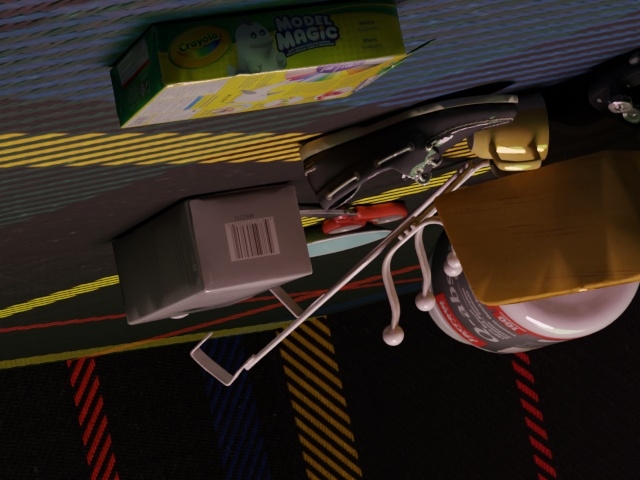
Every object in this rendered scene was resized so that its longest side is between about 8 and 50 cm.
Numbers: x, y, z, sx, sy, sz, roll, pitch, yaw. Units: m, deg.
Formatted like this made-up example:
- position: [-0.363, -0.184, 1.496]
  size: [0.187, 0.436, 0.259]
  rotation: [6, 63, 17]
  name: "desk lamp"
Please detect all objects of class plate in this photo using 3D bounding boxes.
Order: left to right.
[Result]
- position: [0.000, 0.000, 2.402]
  size: [0.188, 0.024, 0.188]
  rotation: [-12, 175, -1]
  name: "plate"

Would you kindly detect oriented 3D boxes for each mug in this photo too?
- position: [0.162, -0.096, 1.614]
  size: [0.064, 0.062, 0.078]
  rotation: [-3, -170, -7]
  name: "mug"

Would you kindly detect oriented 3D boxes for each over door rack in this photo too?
- position: [0.053, 0.046, 1.965]
  size: [0.324, 0.108, 0.239]
  rotation: [-30, -175, 26]
  name: "over door rack"

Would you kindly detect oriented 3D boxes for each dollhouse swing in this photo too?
- position: [0.340, 0.082, 1.709]
  size: [0.347, 0.305, 0.315]
  rotation: [-1, 171, -40]
  name: "dollhouse swing"

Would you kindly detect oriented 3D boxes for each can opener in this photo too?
- position: [0.293, -0.144, 1.515]
  size: [0.059, 0.073, 0.186]
  rotation: [33, 149, -22]
  name: "can opener"

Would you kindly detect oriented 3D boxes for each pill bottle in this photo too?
- position: [0.260, 0.038, 2.408]
  size: [0.210, 0.210, 0.363]
  rotation: [-11, 174, -13]
  name: "pill bottle"

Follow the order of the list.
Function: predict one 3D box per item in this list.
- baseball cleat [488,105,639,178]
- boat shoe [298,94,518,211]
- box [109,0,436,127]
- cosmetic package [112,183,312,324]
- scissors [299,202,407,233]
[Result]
- position: [0.267, -0.097, 1.786]
  size: [0.206, 0.072, 0.109]
  rotation: [-11, -178, 29]
  name: "baseball cleat"
- position: [0.080, -0.076, 1.590]
  size: [0.206, 0.065, 0.075]
  rotation: [-15, 174, 26]
  name: "boat shoe"
- position: [-0.028, -0.110, 1.133]
  size: [0.179, 0.043, 0.105]
  rotation: [-8, 173, -23]
  name: "box"
- position: [-0.117, 0.017, 1.926]
  size: [0.127, 0.107, 0.238]
  rotation: [-10, 177, -28]
  name: "cosmetic package"
- position: [0.038, -0.035, 2.182]
  size: [0.109, 0.021, 0.297]
  rotation: [-11, 174, 8]
  name: "scissors"
